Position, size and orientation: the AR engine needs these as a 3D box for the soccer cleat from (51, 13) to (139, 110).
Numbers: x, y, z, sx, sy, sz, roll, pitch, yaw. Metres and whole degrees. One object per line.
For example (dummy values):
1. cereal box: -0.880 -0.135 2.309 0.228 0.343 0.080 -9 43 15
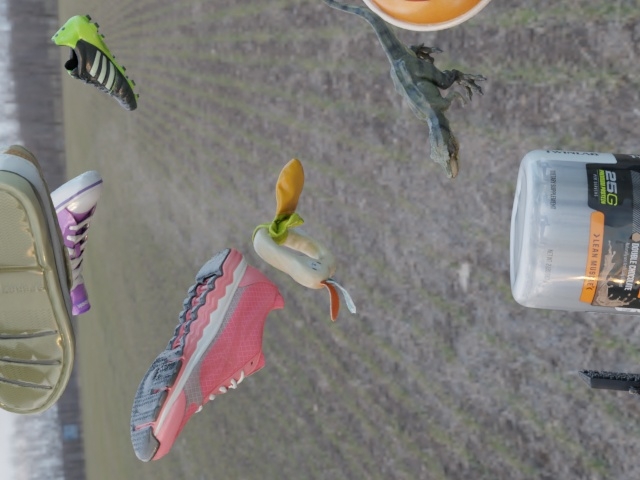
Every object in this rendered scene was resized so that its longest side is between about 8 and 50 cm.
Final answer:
1. soccer cleat: -0.329 -0.250 1.418 0.060 0.072 0.179 43 167 42

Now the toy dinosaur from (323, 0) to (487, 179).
1. toy dinosaur: 0.119 -0.198 1.149 0.268 0.118 0.064 58 136 19

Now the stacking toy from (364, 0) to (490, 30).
1. stacking toy: 0.181 -0.615 1.863 0.480 0.351 0.350 -6 -87 -75

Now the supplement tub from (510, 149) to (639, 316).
1. supplement tub: 0.419 -0.005 1.229 0.207 0.338 0.207 4 -90 -84

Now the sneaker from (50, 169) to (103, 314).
1. sneaker: -0.382 0.022 1.479 0.161 0.102 0.282 48 123 0

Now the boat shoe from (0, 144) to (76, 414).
1. boat shoe: -0.304 0.045 1.005 0.103 0.113 0.302 -91 7 -57

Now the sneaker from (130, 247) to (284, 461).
1. sneaker: -0.142 0.167 1.316 0.116 0.136 0.314 -19 42 60

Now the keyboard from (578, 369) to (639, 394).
1. keyboard: 0.533 0.238 1.617 0.108 0.180 0.023 -96 10 -82

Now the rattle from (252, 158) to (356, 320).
1. rattle: 0.000 0.000 1.359 0.143 0.130 0.200 -55 39 8
